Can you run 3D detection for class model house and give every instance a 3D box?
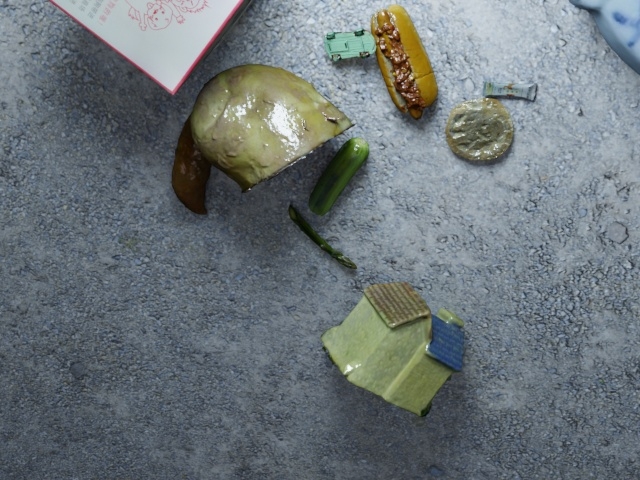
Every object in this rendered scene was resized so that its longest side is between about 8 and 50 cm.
[{"bbox_3d":[0.199,0.250,1.920,0.321,0.261,0.266,30,102,-31],"label":"model house"}]

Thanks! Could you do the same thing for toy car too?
[{"bbox_3d":[0.061,-0.401,1.544,0.122,0.035,0.059,2,124,32],"label":"toy car"}]

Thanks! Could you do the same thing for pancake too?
[{"bbox_3d":[0.342,-0.238,1.629,0.152,0.025,0.151,7,127,9],"label":"pancake"}]

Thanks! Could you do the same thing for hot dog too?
[{"bbox_3d":[0.172,-0.355,1.549,0.102,0.076,0.249,-15,120,17],"label":"hot dog"}]

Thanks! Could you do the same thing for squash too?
[{"bbox_3d":[0.039,-0.146,1.739,0.066,0.066,0.228,28,127,-9],"label":"squash"}]

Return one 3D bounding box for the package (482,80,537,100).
[{"bbox_3d":[0.390,-0.311,1.572,0.111,0.015,0.037,6,121,6],"label":"package"}]

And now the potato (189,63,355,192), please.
[{"bbox_3d":[-0.121,-0.260,1.593,0.237,0.289,0.301,59,150,-8],"label":"potato"}]

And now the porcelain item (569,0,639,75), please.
[{"bbox_3d":[0.656,-0.390,1.355,0.405,0.178,0.242,30,126,-11],"label":"porcelain item"}]

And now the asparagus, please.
[{"bbox_3d":[0.001,-0.001,1.875,0.236,0.027,0.034,42,134,-18],"label":"asparagus"}]

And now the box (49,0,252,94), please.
[{"bbox_3d":[-0.269,-0.512,1.389,0.312,0.300,0.314,37,125,-14],"label":"box"}]

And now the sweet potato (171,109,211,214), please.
[{"bbox_3d":[-0.294,-0.184,1.760,0.106,0.095,0.354,-13,138,-29],"label":"sweet potato"}]
